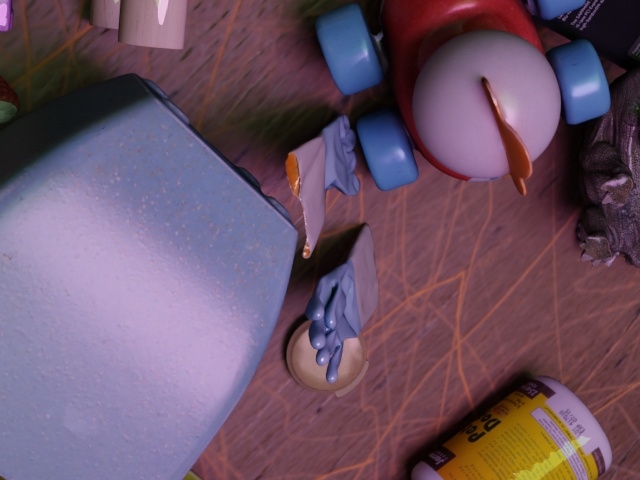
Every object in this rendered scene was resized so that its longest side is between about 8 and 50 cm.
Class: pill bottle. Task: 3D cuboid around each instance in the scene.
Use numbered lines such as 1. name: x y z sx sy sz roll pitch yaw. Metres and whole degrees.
1. pill bottle: 0.173 0.237 1.029 0.215 0.117 0.117 -34 111 -12

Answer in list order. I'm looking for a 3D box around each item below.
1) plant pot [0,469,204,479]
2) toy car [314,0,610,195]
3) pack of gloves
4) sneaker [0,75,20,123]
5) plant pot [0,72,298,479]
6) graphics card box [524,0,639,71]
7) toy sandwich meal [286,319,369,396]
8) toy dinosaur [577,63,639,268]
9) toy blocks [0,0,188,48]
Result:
1. plant pot: -0.230 0.341 0.842 0.274 0.275 0.293 24 108 -23
2. toy car: 0.132 -0.104 0.834 0.219 0.238 0.210 -19 125 8
3. pack of gloves: 0.000 0.000 0.882 0.046 0.232 0.195 -3 105 14
4. sneaker: -0.345 -0.085 0.796 0.225 0.088 0.093 -13 126 -18
5. plant pot: -0.161 0.020 0.771 0.252 0.248 0.247 -46 113 1
6. graphics card box: 0.260 -0.296 0.927 0.371 0.094 0.233 20 116 -22
7. toy sandwich meal: 0.007 0.107 0.990 0.085 0.029 0.086 -2 101 -9
8. toy dinosaur: 0.282 -0.072 0.976 0.121 0.160 0.313 -10 118 5
9. toy blocks: -0.235 -0.277 0.681 0.309 0.288 0.260 3 104 -18
